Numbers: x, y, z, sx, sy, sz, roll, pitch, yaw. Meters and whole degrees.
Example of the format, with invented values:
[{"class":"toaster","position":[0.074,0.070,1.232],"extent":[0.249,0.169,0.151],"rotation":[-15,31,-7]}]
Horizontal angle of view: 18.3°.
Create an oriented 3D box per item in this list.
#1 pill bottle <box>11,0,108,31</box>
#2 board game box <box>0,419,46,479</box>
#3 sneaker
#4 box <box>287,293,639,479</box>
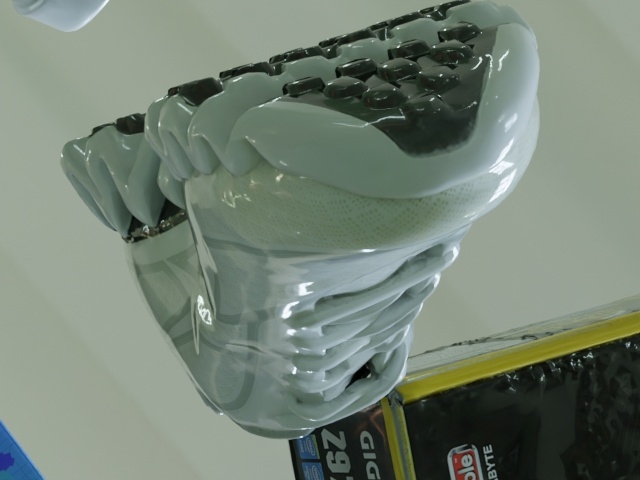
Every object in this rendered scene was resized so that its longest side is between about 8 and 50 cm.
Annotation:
[{"class":"pill bottle","position":[-0.225,-0.218,1.058],"extent":[0.264,0.153,0.153],"rotation":[23,-66,-28]},{"class":"board game box","position":[-0.202,0.147,0.932],"extent":[0.160,0.047,0.210],"rotation":[-37,-62,-12]},{"class":"sneaker","position":[0.000,0.000,0.603],"extent":[0.110,0.292,0.118],"rotation":[-17,-88,-14]},{"class":"box","position":[0.136,0.183,0.760],"extent":[0.079,0.257,0.322],"rotation":[-7,-86,54]}]
